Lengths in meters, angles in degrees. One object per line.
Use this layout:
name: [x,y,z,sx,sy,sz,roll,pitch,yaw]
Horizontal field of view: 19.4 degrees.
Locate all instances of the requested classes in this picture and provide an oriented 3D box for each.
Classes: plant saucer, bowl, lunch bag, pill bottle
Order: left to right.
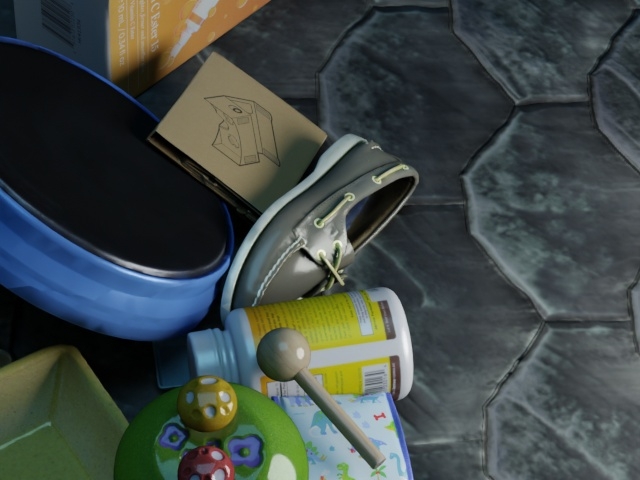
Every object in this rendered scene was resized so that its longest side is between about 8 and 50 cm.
plant saucer: [-0.300,0.293,1.756,0.333,0.081,0.333,-25,55,-23]
bowl: [-0.255,-0.064,1.923,0.391,0.077,0.391,32,25,-17]
plant saucer: [-0.078,0.122,1.959,0.192,0.018,0.067,-5,50,-10]
pill bottle: [-0.022,0.118,1.884,0.215,0.117,0.117,-8,50,-10]
lunch bag: [0.018,0.229,1.814,0.129,0.096,0.151,-3,47,-17]

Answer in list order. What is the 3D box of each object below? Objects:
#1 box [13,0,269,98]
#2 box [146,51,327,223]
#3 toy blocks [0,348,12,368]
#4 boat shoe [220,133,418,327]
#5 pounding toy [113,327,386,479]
box: [-0.186,-0.349,2.227,0.168,0.215,0.345,35,56,23]
box: [-0.090,-0.115,2.084,0.164,0.021,0.201,37,36,-6]
toy blocks: [-0.380,0.119,1.915,0.123,0.054,0.148,-12,51,-13]
boat shoe: [0.000,-0.003,2.013,0.091,0.109,0.305,23,48,21]
pounding toy: [-0.080,0.180,1.720,0.237,0.110,0.183,-30,64,-17]
